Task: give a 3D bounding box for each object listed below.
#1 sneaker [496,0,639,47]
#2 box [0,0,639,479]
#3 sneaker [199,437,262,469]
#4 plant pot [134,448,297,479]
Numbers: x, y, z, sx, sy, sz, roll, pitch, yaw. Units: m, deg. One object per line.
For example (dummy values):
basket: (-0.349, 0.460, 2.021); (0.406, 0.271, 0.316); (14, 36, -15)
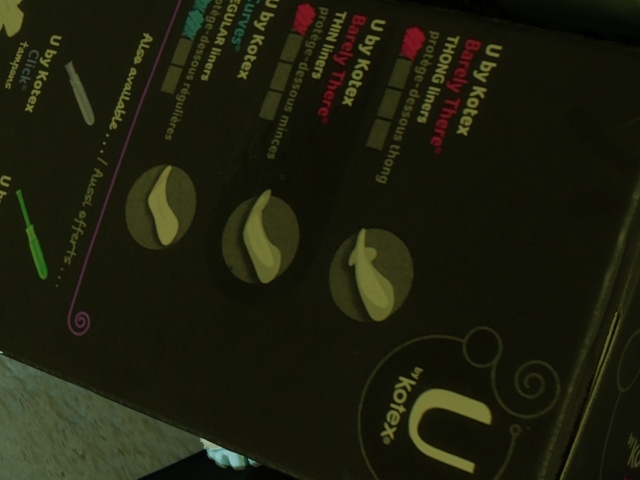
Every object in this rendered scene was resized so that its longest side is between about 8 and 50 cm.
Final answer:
sneaker: (0.153, -0.070, 0.474); (0.256, 0.094, 0.151); (42, 161, -17)
box: (0.000, 0.000, 0.503); (0.270, 0.165, 0.143); (17, 87, 31)
sneaker: (0.007, 0.034, 0.643); (0.191, 0.071, 0.083); (-33, 91, 34)
plant pot: (-0.049, 0.225, 0.727); (0.187, 0.167, 0.188); (-29, 101, 42)
